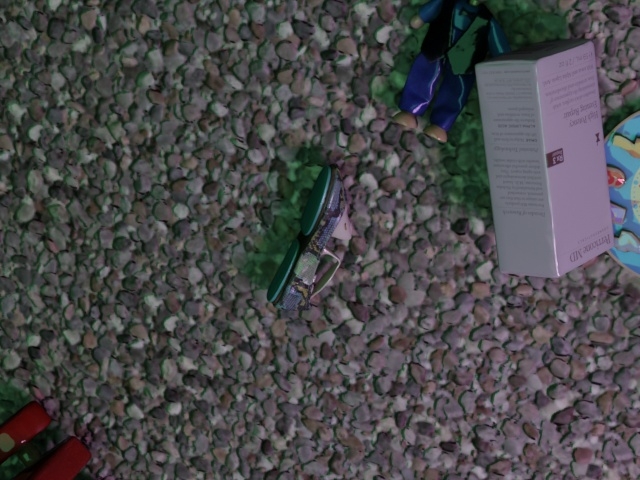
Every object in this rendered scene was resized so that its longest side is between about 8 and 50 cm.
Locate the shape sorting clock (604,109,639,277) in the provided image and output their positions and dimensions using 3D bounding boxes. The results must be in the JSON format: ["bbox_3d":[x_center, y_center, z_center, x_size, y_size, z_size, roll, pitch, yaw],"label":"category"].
[{"bbox_3d":[0.387,-0.047,1.540,0.206,0.040,0.206,4,107,14],"label":"shape sorting clock"}]

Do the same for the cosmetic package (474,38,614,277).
[{"bbox_3d":[0.238,-0.087,1.518,0.086,0.117,0.231,3,109,43],"label":"cosmetic package"}]

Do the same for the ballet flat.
[{"bbox_3d":[0.000,0.000,1.656,0.070,0.070,0.188,28,113,6],"label":"ballet flat"}]

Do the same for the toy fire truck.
[{"bbox_3d":[-0.416,0.350,1.760,0.302,0.254,0.169,-35,94,21],"label":"toy fire truck"}]

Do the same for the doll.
[{"bbox_3d":[0.148,-0.204,1.555,0.129,0.046,0.189,25,105,17],"label":"doll"}]
